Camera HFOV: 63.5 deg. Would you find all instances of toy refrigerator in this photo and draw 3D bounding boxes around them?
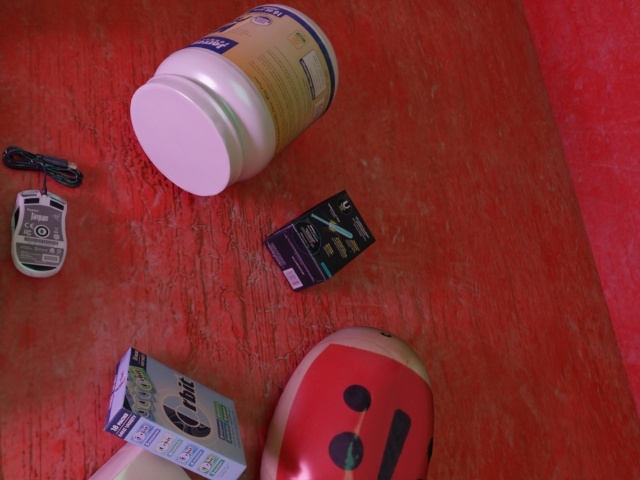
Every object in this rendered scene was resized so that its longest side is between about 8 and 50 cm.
[{"bbox_3d":[-0.193,0.399,0.687,0.269,0.094,0.102,56,46,-9],"label":"toy refrigerator"}]

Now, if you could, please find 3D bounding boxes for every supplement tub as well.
[{"bbox_3d":[-0.135,-0.240,0.878,0.228,0.228,0.316,50,51,-12],"label":"supplement tub"}]

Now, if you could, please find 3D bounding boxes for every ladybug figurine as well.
[{"bbox_3d":[0.068,0.344,0.861,0.305,0.162,0.449,37,55,-22],"label":"ladybug figurine"}]

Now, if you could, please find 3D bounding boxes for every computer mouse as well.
[{"bbox_3d":[-0.396,-0.035,0.726,0.106,0.042,0.192,14,60,-39],"label":"computer mouse"}]

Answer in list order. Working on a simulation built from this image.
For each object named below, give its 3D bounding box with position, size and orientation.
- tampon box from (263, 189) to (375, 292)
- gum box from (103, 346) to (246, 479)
[{"bbox_3d":[0.000,0.000,0.976,0.161,0.101,0.120,-35,97,-41],"label":"tampon box"},{"bbox_3d":[-0.195,0.237,0.709,0.184,0.157,0.041,36,94,-21],"label":"gum box"}]
